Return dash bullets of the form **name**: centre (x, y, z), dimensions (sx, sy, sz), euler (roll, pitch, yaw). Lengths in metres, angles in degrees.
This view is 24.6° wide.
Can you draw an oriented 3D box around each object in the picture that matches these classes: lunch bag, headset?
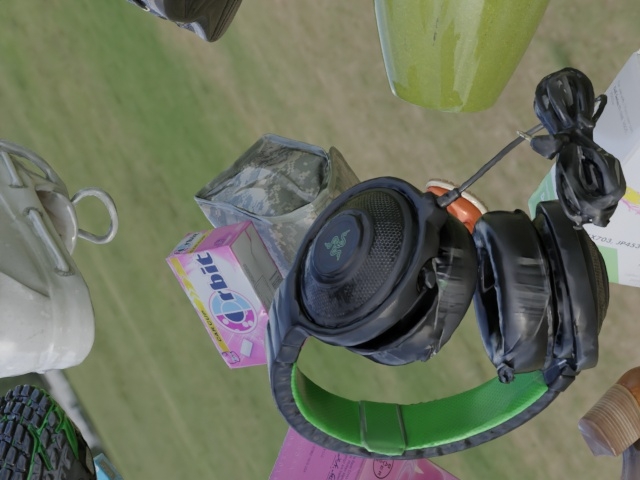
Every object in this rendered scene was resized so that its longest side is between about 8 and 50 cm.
- **lunch bag**: centre (0.000, 0.000, 1.945), dimensions (0.287, 0.169, 0.235), euler (19, 147, 58)
- **headset**: centre (0.107, 0.046, 1.053), dimensions (0.185, 0.243, 0.394), euler (-102, 26, -44)

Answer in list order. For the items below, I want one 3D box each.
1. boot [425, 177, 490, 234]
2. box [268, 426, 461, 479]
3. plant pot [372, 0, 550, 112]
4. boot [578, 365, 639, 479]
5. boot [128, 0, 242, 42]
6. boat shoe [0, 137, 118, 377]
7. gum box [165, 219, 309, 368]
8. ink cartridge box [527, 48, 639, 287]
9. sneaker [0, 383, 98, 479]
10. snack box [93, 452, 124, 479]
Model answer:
- **boot**: centre (0.170, -0.001, 1.757), dimensions (0.158, 0.084, 0.059), euler (48, 152, -13)
- **box**: centre (0.045, 0.329, 1.599), dimensions (0.117, 0.213, 0.243), euler (9, 160, 40)
- **plant pot**: centre (0.168, -0.315, 1.779), dimensions (0.275, 0.275, 0.293), euler (44, 132, 53)
- **boot**: centre (0.511, 0.302, 2.108), dimensions (0.283, 0.220, 0.109), euler (59, 159, -7)
- **boot**: centre (-0.288, -0.444, 2.372), dimensions (0.284, 0.138, 0.377), euler (28, -169, 11)
- **boat shoe**: centre (-0.227, -0.007, 1.053), dimensions (0.367, 0.156, 0.136), euler (-139, 57, -60)
- **gum box**: centre (-0.099, 0.075, 1.857), dimensions (0.107, 0.062, 0.188), euler (-12, 117, 36)
- **ink cartridge box**: centre (0.418, -0.094, 1.726), dimensions (0.353, 0.207, 0.119), euler (119, 154, -47)
- **sneaker**: centre (-0.281, 0.226, 1.474), dimensions (0.146, 0.134, 0.343), euler (30, 168, -21)
- **snack box**: centre (-0.359, 0.455, 1.947), dimensions (0.187, 0.322, 0.060), euler (51, -176, -1)
